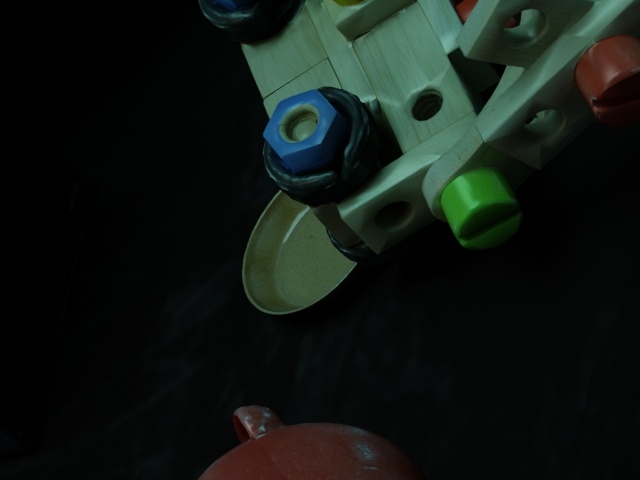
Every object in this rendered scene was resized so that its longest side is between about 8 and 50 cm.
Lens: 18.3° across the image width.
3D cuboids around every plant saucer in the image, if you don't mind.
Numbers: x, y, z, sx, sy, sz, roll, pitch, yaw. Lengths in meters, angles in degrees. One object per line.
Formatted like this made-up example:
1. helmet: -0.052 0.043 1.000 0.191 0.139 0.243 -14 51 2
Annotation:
1. plant saucer: 0.000 0.000 0.901 0.083 0.015 0.083 -28 42 30

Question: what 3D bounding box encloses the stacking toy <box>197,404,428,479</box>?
1. stacking toy: -0.003 0.185 0.554 0.279 0.130 0.309 -32 31 -23

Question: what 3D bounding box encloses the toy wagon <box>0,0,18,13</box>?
1. toy wagon: -0.183 -0.194 1.098 0.344 0.267 0.068 -30 86 25

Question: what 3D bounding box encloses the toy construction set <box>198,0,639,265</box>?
1. toy construction set: 0.059 -0.116 0.834 0.215 0.151 0.328 -32 36 11

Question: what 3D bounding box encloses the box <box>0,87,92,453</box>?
1. box: -0.326 -0.019 0.998 0.294 0.296 0.183 -12 51 27
